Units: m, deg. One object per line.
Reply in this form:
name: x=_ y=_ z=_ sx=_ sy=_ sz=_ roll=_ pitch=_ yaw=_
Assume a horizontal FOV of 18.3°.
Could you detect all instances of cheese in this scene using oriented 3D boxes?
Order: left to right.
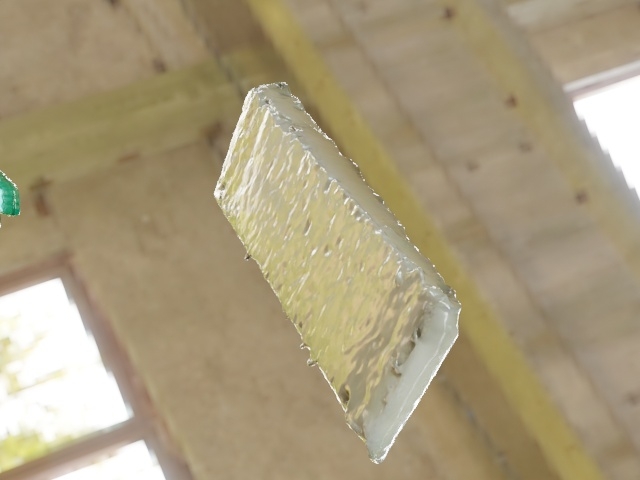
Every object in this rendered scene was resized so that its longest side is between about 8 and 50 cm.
cheese: x=-0.002 y=-0.002 z=1.048 sx=0.085 sy=0.034 sz=0.400 roll=-67 pitch=-161 yaw=14

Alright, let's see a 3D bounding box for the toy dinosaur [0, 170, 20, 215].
toy dinosaur: x=-0.177 y=0.004 z=0.807 sx=0.132 sy=0.059 sz=0.096 roll=7 pitch=-90 yaw=31
